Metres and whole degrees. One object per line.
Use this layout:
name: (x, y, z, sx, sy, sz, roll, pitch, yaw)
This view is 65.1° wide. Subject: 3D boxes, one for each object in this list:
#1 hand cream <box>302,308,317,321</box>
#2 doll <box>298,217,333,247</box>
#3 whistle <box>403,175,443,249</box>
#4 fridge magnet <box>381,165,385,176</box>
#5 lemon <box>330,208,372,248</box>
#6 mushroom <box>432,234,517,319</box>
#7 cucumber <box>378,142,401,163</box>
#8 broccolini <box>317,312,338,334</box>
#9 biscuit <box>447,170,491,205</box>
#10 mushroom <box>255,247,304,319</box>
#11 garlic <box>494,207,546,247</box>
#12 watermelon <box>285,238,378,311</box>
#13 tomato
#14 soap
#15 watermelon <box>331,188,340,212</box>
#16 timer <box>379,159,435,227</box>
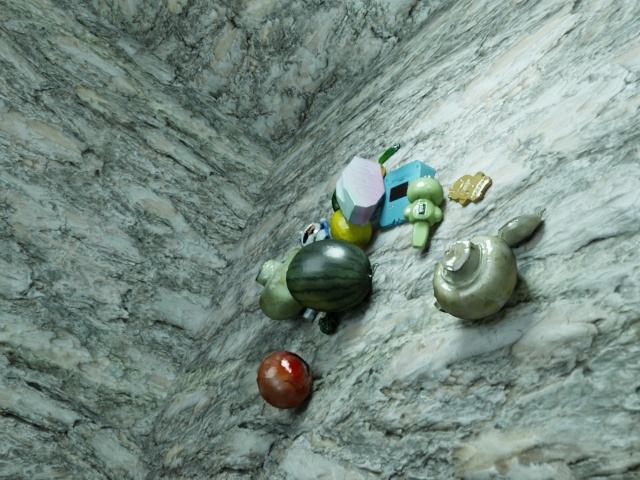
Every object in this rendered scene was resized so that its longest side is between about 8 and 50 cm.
hand cream: (0.001, 0.231, 2.171, 0.255, 0.048, 0.079, -63, 14, -17)
doll: (0.000, 0.000, 2.357, 0.256, 0.161, 0.216, -9, 66, 60)
whistle: (0.370, -0.101, 1.805, 0.141, 0.141, 0.294, -13, 65, 60)
fridge magnet: (0.250, -0.299, 2.374, 0.143, 0.063, 0.143, -44, 22, 23)
lemon: (0.128, -0.048, 2.118, 0.180, 0.180, 0.193, -33, 44, 45)
mushroom: (0.404, 0.098, 1.344, 0.254, 0.184, 0.255, -29, 39, 26)
cucumber: (0.332, -0.424, 2.417, 0.155, 0.037, 0.037, -41, 26, 33)
broccolini: (0.048, 0.211, 2.064, 0.078, 0.074, 0.392, -31, 33, 34)
biscuit: (0.509, -0.183, 1.720, 0.133, 0.027, 0.184, -54, 22, 9)
mushroom: (-0.150, 0.190, 2.243, 0.352, 0.260, 0.352, -59, 1, 1)
garlic: (0.545, -0.037, 1.382, 0.152, 0.066, 0.084, -38, 26, 42)
watermelon: (0.044, 0.133, 1.895, 0.359, 0.279, 0.279, -1, 52, 29)
tomato: (-0.127, 0.507, 1.844, 0.184, 0.208, 0.208, -41, 26, 28)
soap: (0.166, -0.207, 2.085, 0.109, 0.192, 0.324, 116, 161, -43)
watermelon: (0.145, -0.168, 2.254, 0.188, 0.188, 0.215, -50, 41, 15)
timer: (0.346, -0.176, 2.026, 0.231, 0.091, 0.250, -18, 54, 56)
